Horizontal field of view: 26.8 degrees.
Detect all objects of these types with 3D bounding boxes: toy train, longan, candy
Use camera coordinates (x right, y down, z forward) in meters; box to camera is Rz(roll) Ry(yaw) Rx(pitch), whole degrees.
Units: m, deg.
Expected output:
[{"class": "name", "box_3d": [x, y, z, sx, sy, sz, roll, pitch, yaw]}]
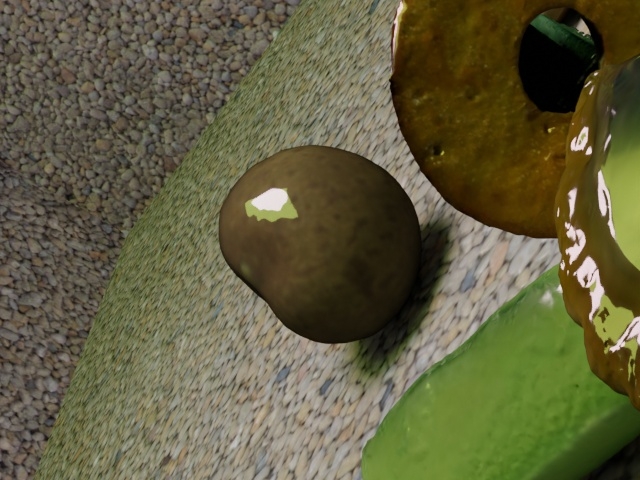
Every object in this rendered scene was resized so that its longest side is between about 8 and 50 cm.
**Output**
[{"class": "toy train", "box_3d": [0.205, -0.177, 1.371, 0.138, 0.178, 0.330, -56, 16, 12]}, {"class": "longan", "box_3d": [0.000, 0.000, 1.567, 0.246, 0.246, 0.215, -95, 8, -66]}, {"class": "candy", "box_3d": [0.157, 0.137, 1.039, 0.343, 0.132, 0.142, -47, 61, 43]}]

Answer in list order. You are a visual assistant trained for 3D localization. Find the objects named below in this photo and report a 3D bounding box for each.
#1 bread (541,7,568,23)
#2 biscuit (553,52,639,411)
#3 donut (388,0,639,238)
[{"class": "bread", "box_3d": [0.257, -0.410, 1.637, 0.370, 0.191, 0.314, -53, 17, 26]}, {"class": "biscuit", "box_3d": [0.293, -0.042, 0.831, 0.335, 0.078, 0.329, -30, 45, 20]}, {"class": "donut", "box_3d": [0.205, -0.153, 1.167, 0.303, 0.303, 0.110, -57, -5, 8]}]
